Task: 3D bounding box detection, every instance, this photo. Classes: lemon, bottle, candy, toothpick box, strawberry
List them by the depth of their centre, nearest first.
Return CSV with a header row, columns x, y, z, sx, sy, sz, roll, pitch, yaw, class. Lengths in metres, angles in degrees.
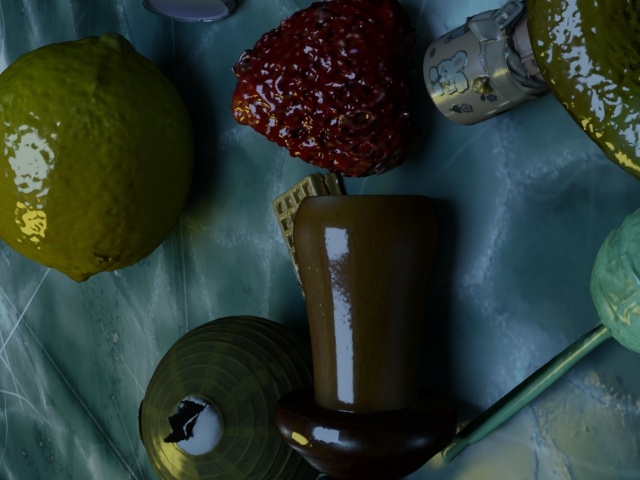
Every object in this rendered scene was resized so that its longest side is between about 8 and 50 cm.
x,y,z,sx,sy,sz,roll,pitch,yaw,class
0.170,-0.165,0.758,0.152,0.099,0.099,-16,85,53,bottle
0.217,0.112,0.780,0.119,0.119,0.440,61,146,22,candy
0.007,-0.158,0.889,0.187,0.201,0.184,101,159,-51,strawberry
0.046,0.100,0.900,0.192,0.192,0.295,2,94,51,toothpick box
-0.335,-0.117,1.231,0.336,0.336,0.336,14,109,49,lemon

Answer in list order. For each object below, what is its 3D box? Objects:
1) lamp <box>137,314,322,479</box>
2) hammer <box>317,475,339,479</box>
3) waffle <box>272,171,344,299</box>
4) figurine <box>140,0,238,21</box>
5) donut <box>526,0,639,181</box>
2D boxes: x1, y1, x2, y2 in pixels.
x,y,z,sx,sy,sz,roll,pitch,yaw,class
-0.104,0.211,1.034,0.250,0.284,0.250,-3,81,18,lamp
0.042,0.292,0.956,0.069,0.194,0.116,-48,52,0,hammer
0.000,0.000,1.045,0.102,0.042,0.148,-29,76,50,waffle
-0.169,-0.379,1.129,0.132,0.132,0.154,-2,84,51,figurine
0.246,-0.143,0.533,0.272,0.107,0.272,11,104,48,donut
